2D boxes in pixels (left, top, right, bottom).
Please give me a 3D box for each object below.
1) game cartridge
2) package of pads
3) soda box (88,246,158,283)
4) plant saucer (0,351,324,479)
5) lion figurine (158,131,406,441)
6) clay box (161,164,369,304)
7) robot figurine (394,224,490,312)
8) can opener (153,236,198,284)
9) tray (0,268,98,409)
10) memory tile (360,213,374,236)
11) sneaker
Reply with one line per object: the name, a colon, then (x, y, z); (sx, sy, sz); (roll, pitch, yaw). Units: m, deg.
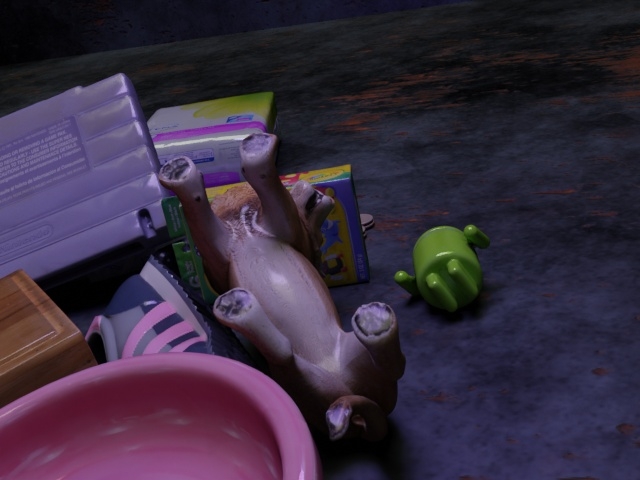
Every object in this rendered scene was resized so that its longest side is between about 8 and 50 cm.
game cartridge: (-0.366, -0.045, 1.073); (0.355, 0.068, 0.230); (-22, 67, 2)
package of pads: (-0.191, -0.159, 1.465); (0.229, 0.101, 0.296); (-8, 21, 5)
soda box: (-0.302, -0.039, 1.239); (0.098, 0.091, 0.286); (-16, 23, -13)
plant saucer: (-0.148, 0.204, 0.527); (0.332, 0.084, 0.332); (-17, 28, 9)
lion figurine: (-0.021, 0.060, 0.752); (0.142, 0.240, 0.392); (-22, 46, -1)
clay box: (-0.064, -0.003, 0.988); (0.222, 0.127, 0.053); (-10, 23, 6)
robot figurine: (0.130, 0.027, 0.901); (0.101, 0.067, 0.115); (-38, 18, 16)
can opener: (-0.128, 0.005, 1.090); (0.186, 0.059, 0.073); (-24, 29, -29)
tray: (-0.405, 0.171, 0.738); (0.411, 0.076, 0.203); (-29, 28, -23)
memory tile: (0.000, 0.000, 1.104); (0.113, 0.012, 0.148); (-2, 23, 22)
sneaker: (-0.122, 0.134, 0.760); (0.131, 0.112, 0.319); (-44, 33, -3)
